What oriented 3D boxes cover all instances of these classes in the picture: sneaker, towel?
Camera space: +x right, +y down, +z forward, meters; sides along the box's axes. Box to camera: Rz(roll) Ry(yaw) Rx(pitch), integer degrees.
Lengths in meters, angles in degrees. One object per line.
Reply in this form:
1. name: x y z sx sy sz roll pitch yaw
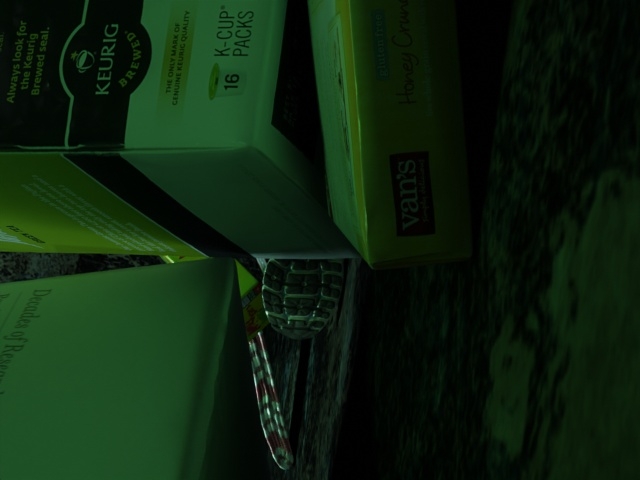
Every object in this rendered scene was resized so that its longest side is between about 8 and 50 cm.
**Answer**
1. sneaker: 0.000 0.000 1.048 0.073 0.063 0.162 -3 -74 -76
2. towel: -0.065 0.132 1.341 0.144 0.029 0.197 135 121 -86

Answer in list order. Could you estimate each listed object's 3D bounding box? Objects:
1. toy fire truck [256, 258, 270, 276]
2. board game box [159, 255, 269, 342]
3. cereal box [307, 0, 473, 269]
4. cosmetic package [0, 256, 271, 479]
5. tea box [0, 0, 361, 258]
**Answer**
1. toy fire truck: -0.061 -0.054 1.246 0.302 0.169 0.253 149 96 -83
2. board game box: -0.122 0.008 1.211 0.043 0.181 0.092 -44 -22 -7
3. cereal box: 0.024 -0.086 0.615 0.240 0.047 0.173 -116 20 -83
4. cosmetic package: -0.226 0.239 0.801 0.327 0.394 0.329 -91 -7 -68
5. tea box: -0.131 -0.173 0.862 0.220 0.324 0.329 43 -128 -65
